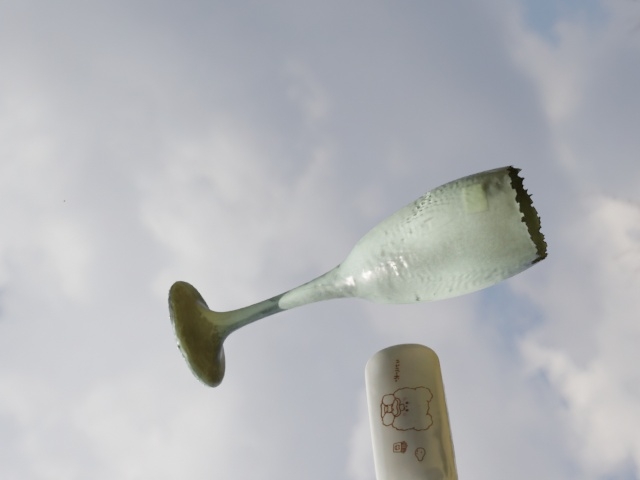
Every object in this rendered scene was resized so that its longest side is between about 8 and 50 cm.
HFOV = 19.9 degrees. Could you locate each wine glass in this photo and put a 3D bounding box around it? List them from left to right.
[{"bbox_3d":[0.000,0.000,1.443,0.264,0.309,0.096,42,-149,-59],"label":"wine glass"}]

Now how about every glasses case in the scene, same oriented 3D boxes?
[{"bbox_3d":[0.084,0.173,1.692,0.049,0.074,0.193,77,-174,-45],"label":"glasses case"}]
